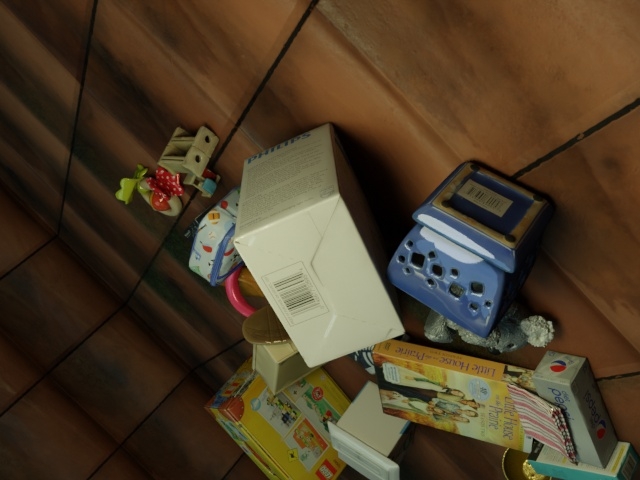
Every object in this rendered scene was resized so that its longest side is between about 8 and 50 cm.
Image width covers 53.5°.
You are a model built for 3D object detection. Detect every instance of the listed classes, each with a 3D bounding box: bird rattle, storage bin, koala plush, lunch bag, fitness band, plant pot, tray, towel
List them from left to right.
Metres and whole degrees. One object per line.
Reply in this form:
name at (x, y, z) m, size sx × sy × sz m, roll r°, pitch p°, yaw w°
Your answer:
bird rattle at (-0.533, -0.163, 2.106) m, size 0.253 × 0.143 × 0.207 m, roll 5°, pitch 145°, yaw 29°
lunch bag at (-0.208, -0.026, 1.673) m, size 0.115 × 0.303 × 0.243 m, roll 34°, pitch 131°, yaw 14°
fitness band at (-0.169, 0.096, 1.873) m, size 0.209 × 0.054 × 0.291 m, roll 32°, pitch 111°, yaw 17°
storage bin at (-0.072, 0.329, 1.997) m, size 0.123 × 0.260 × 0.262 m, roll 49°, pitch 153°, yaw 25°
tray at (0.130, 0.684, 2.021) m, size 0.270 × 0.030 × 0.145 m, roll 25°, pitch 144°, yaw 28°
plant pot at (0.289, 0.000, 1.204) m, size 0.236 × 0.236 × 0.212 m, roll 31°, pitch 140°, yaw 20°
koala plush at (0.382, 0.164, 1.379) m, size 0.221 × 0.203 × 0.196 m, roll 30°, pitch 163°, yaw -19°
plant pot at (0.577, 0.620, 1.736) m, size 0.134 × 0.134 × 0.095 m, roll 17°, pitch 167°, yaw 37°
towel at (0.512, 0.426, 1.483) m, size 0.144 × 0.029 × 0.197 m, roll 25°, pitch 148°, yaw 54°

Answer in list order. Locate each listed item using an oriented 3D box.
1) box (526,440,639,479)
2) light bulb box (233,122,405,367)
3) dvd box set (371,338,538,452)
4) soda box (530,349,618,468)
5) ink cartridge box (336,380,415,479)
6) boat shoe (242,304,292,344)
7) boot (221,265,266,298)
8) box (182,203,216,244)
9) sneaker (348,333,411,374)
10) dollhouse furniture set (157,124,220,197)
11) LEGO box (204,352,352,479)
box at (0.642, 0.540, 1.566) m, size 0.060 × 0.100 × 0.244 m, roll 53°, pitch 148°, yaw -17°
light bulb box at (0.000, 0.000, 1.359) m, size 0.225 × 0.361 × 0.358 m, roll -21°, pitch 120°, yaw 10°
dvd box set at (0.356, 0.410, 1.681) m, size 0.420 × 0.062 × 0.307 m, roll 10°, pitch 137°, yaw 23°
soda box at (0.585, 0.389, 1.458) m, size 0.098 × 0.091 × 0.286 m, roll 4°, pitch 131°, yaw 49°
ink cartridge box at (0.188, 0.655, 2.142) m, size 0.197 × 0.198 × 0.270 m, roll 28°, pitch 146°, yaw 24°
boat shoe at (-0.052, 0.237, 1.831) m, size 0.123 × 0.342 × 0.123 m, roll 89°, pitch 162°, yaw -62°
boot at (-0.232, 0.115, 1.988) m, size 0.211 × 0.104 × 0.295 m, roll 17°, pitch 158°, yaw -15°
box at (-0.344, -0.014, 2.050) m, size 0.158 × 0.093 × 0.156 m, roll 48°, pitch 149°, yaw -5°
sneaker at (0.149, 0.299, 1.851) m, size 0.153 × 0.099 × 0.282 m, roll 40°, pitch 152°, yaw 3°
dollhouse furniture set at (-0.328, -0.219, 1.781) m, size 0.129 × 0.129 × 0.184 m, roll 9°, pitch 159°, yaw 43°
LEGO box at (-0.104, 0.645, 2.301) m, size 0.500 × 0.372 × 0.193 m, roll 52°, pitch 149°, yaw -13°
